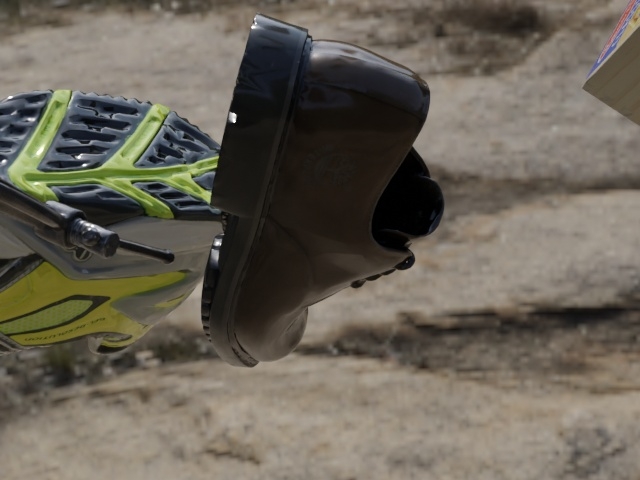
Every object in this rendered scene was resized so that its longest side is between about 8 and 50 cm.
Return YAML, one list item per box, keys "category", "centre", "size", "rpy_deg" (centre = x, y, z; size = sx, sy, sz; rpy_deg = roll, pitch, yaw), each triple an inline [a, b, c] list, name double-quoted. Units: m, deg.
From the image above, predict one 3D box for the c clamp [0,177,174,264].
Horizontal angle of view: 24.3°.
- category: "c clamp"
  centre: [-0.155, -0.025, 0.613]
  size: [0.160, 0.022, 0.137]
  rpy_deg: [22, -3, 19]

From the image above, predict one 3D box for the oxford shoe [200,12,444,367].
- category: "oxford shoe"
  centre: [0.000, 0.000, 0.641]
  size: [0.096, 0.227, 0.083]
  rpy_deg: [12, 61, -2]

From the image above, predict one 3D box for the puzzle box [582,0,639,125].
- category: "puzzle box"
  centre: [0.299, -0.275, 0.821]
  size: [0.052, 0.272, 0.409]
  rpy_deg: [32, 66, -1]

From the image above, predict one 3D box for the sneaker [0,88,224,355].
- category: "sneaker"
  centre: [-0.220, 0.001, 0.760]
  size: [0.384, 0.147, 0.145]
  rpy_deg: [8, 35, -33]
